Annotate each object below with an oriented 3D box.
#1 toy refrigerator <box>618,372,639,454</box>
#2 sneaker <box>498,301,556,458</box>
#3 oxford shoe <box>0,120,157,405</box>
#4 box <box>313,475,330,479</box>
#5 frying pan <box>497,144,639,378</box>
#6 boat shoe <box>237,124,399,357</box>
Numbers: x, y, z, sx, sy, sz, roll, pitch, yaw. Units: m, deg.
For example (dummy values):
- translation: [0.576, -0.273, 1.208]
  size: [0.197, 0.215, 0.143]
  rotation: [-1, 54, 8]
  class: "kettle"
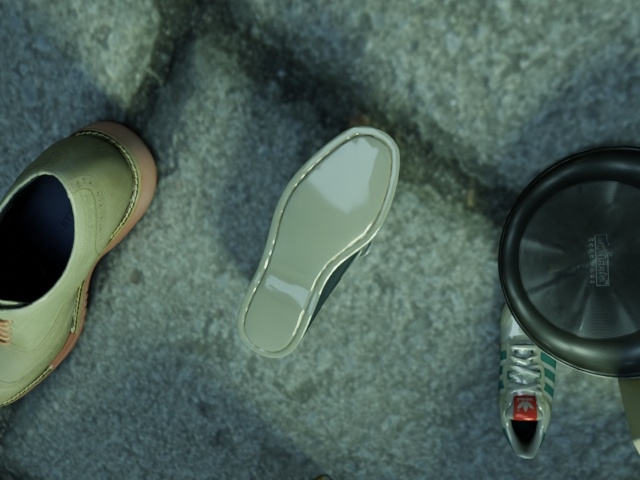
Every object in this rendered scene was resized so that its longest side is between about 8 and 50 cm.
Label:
- translation: [0.375, 0.113, 0.476]
  size: [0.270, 0.094, 0.102]
  rotation: [-29, 102, 25]
  class: "toy refrigerator"
- translation: [0.198, 0.131, 0.621]
  size: [0.057, 0.075, 0.161]
  rotation: [1, 109, 14]
  class: "sneaker"
- translation: [-0.323, 0.049, 0.685]
  size: [0.141, 0.146, 0.396]
  rotation: [34, 113, 1]
  class: "oxford shoe"
- translation: [-0.097, 0.455, 0.730]
  size: [0.345, 0.215, 0.168]
  rotation: [-36, 96, 21]
  class: "box"
- translation: [0.282, 0.038, 0.505]
  size: [0.326, 0.053, 0.197]
  rotation: [25, 102, 38]
  class: "frying pan"
- translation: [0.000, 0.000, 0.626]
  size: [0.095, 0.079, 0.254]
  rotation: [25, 115, 3]
  class: "boat shoe"
